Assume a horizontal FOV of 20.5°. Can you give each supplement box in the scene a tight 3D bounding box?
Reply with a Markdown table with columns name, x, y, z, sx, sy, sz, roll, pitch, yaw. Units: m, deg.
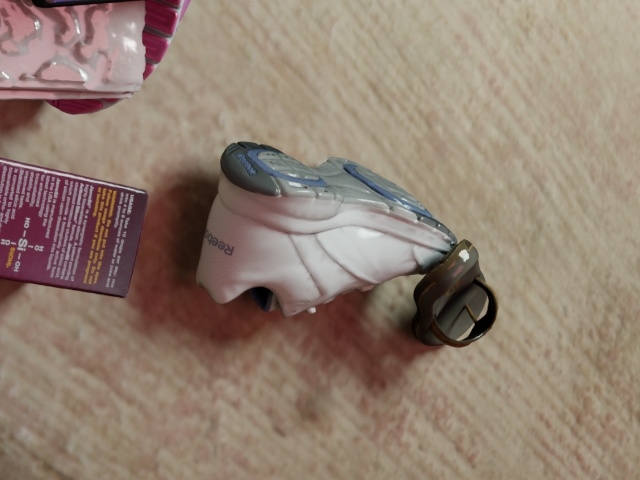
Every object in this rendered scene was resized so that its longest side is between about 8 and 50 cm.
| name | x | y | z | sx | sy | sz | roll | pitch | yaw |
| --- | --- | --- | --- | --- | --- | --- | --- | --- | --- |
| supplement box | -0.225 | -0.017 | 1.212 | 0.188 | 0.104 | 0.080 | 12 | 89 | -48 |

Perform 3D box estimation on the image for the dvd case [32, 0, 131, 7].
| name | x | y | z | sx | sy | sz | roll | pitch | yaw |
| --- | --- | --- | --- | --- | --- | --- | --- | --- | --- |
| dvd case | -0.116 | -0.285 | 1.159 | 0.180 | 0.022 | 0.253 | -10 | 101 | -32 |

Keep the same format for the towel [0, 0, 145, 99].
| name | x | y | z | sx | sy | sz | roll | pitch | yaw |
| --- | --- | --- | --- | --- | --- | --- | --- | --- | --- |
| towel | -0.251 | -0.254 | 1.119 | 0.317 | 0.053 | 0.331 | -4 | 100 | -34 |

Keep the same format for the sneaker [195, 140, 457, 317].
| name | x | y | z | sx | sy | sz | roll | pitch | yaw |
| --- | --- | --- | --- | --- | --- | --- | --- | --- | --- |
| sneaker | 0.000 | 0.000 | 1.486 | 0.297 | 0.111 | 0.129 | 10 | 112 | -49 |

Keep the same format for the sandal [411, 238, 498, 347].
| name | x | y | z | sx | sy | sz | roll | pitch | yaw |
| --- | --- | --- | --- | --- | --- | --- | --- | --- | --- |
| sandal | 0.131 | 0.057 | 1.594 | 0.090 | 0.060 | 0.219 | -47 | 166 | -11 |

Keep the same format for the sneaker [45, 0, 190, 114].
| name | x | y | z | sx | sy | sz | roll | pitch | yaw |
| --- | --- | --- | --- | --- | --- | --- | --- | --- | --- |
| sneaker | -0.124 | -0.203 | 1.283 | 0.252 | 0.103 | 0.111 | -58 | 180 | 6 |
